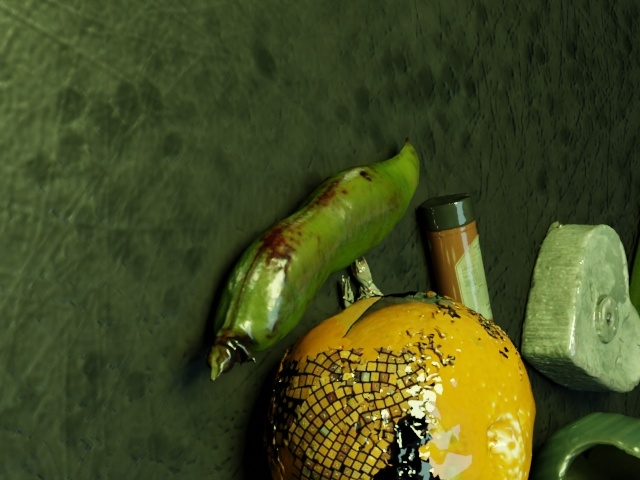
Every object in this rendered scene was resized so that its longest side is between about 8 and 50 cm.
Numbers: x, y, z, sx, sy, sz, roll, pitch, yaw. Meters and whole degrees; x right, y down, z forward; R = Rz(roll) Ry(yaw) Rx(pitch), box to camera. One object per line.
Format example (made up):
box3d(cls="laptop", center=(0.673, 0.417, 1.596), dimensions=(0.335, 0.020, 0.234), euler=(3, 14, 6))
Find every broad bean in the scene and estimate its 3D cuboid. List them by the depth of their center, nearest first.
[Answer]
box3d(cls="broad bean", center=(0.000, 0.000, 0.990), dimensions=(0.339, 0.061, 0.077), euler=(-42, 128, -42))

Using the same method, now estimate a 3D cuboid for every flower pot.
box3d(cls="flower pot", center=(0.310, 0.290, 1.255), dimensions=(0.243, 0.189, 0.157), euler=(64, 3, 15))

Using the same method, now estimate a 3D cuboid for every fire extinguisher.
box3d(cls="fire extinguisher", center=(0.131, 0.047, 1.160), dimensions=(0.062, 0.050, 0.177), euler=(-54, 133, -71))

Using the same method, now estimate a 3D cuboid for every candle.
box3d(cls="candle", center=(0.273, 0.083, 1.324), dimensions=(0.168, 0.068, 0.192), euler=(-34, 111, -45))

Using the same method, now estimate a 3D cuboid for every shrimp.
box3d(cls="shrimp", center=(0.040, 0.054, 1.069), dimensions=(0.038, 0.029, 0.092), euler=(-47, 119, -31))

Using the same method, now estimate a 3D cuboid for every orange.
box3d(cls="orange", center=(0.067, 0.153, 0.976), dimensions=(0.234, 0.182, 0.235), euler=(19, 67, -54))

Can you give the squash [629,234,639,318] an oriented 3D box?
box3d(cls="squash", center=(0.401, 0.036, 1.484), dimensions=(0.066, 0.066, 0.229), euler=(41, 59, -43))
